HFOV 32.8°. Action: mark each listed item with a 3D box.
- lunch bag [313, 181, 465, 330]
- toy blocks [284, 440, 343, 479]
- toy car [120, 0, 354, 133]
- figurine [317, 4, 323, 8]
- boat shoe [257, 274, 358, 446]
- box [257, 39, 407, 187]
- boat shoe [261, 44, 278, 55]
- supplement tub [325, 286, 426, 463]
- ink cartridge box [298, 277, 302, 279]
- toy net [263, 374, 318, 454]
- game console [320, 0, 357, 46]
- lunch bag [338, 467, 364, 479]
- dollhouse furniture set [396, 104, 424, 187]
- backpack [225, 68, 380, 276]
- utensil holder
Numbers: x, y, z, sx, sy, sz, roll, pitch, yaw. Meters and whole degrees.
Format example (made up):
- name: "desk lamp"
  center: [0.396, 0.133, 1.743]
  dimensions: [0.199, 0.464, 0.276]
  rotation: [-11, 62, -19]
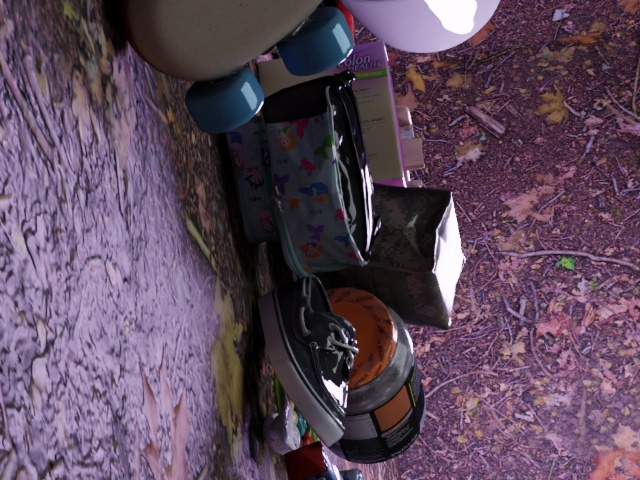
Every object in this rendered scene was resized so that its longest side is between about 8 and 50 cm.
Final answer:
- name: "lunch bag"
  center: [0.066, 0.017, 1.708]
  dimensions: [0.235, 0.287, 0.169]
  rotation: [67, 36, -60]
- name: "toy blocks"
  center: [0.004, 0.381, 1.216]
  dimensions: [0.381, 0.191, 0.261]
  rotation: [-107, 174, -53]
- name: "toy car"
  center: [-0.118, -0.260, 1.076]
  dimensions: [0.238, 0.210, 0.219]
  rotation: [38, -21, 58]
- name: "figurine"
  center: [-0.058, -0.402, 2.019]
  dimensions: [0.209, 0.092, 0.215]
  rotation: [51, 31, -62]
- name: "boat shoe"
  center: [-0.002, 0.138, 1.379]
  dimensions: [0.108, 0.102, 0.301]
  rotation: [55, 6, -27]
- name: "box"
  center: [0.021, -0.181, 1.792]
  dimensions: [0.117, 0.214, 0.243]
  rotation: [58, 24, -73]
- name: "boat shoe"
  center: [-0.091, -0.324, 1.680]
  dimensions: [0.226, 0.083, 0.075]
  rotation: [-18, 111, -72]
- name: "supplement tub"
  center: [0.057, 0.210, 1.684]
  dimensions: [0.316, 0.194, 0.193]
  rotation: [72, 11, -58]
- name: "ink cartridge box"
  center: [0.041, 0.103, 1.960]
  dimensions: [0.127, 0.128, 0.176]
  rotation: [-85, 164, -63]
- name: "toy net"
  center: [-0.044, 0.247, 1.452]
  dimensions: [0.232, 0.045, 0.122]
  rotation: [-33, 116, -81]
- name: "game console"
  center: [0.000, -0.472, 2.268]
  dimensions: [0.386, 0.060, 0.342]
  rotation: [-154, -122, -77]
- name: "lunch bag"
  center: [0.037, 0.465, 1.643]
  dimensions: [0.219, 0.090, 0.176]
  rotation: [-89, 169, -54]
- name: "dollhouse furniture set"
  center: [0.073, -0.164, 2.079]
  dimensions: [0.161, 0.242, 0.212]
  rotation: [73, 11, -51]
- name: "backpack"
  center: [-0.015, -0.078, 1.450]
  dimensions: [0.225, 0.191, 0.253]
  rotation: [-63, 137, -75]
- name: "utensil holder"
  center: [0.147, -0.516, 1.867]
  dimensions: [0.385, 0.328, 0.327]
  rotation: [19, 63, -74]
